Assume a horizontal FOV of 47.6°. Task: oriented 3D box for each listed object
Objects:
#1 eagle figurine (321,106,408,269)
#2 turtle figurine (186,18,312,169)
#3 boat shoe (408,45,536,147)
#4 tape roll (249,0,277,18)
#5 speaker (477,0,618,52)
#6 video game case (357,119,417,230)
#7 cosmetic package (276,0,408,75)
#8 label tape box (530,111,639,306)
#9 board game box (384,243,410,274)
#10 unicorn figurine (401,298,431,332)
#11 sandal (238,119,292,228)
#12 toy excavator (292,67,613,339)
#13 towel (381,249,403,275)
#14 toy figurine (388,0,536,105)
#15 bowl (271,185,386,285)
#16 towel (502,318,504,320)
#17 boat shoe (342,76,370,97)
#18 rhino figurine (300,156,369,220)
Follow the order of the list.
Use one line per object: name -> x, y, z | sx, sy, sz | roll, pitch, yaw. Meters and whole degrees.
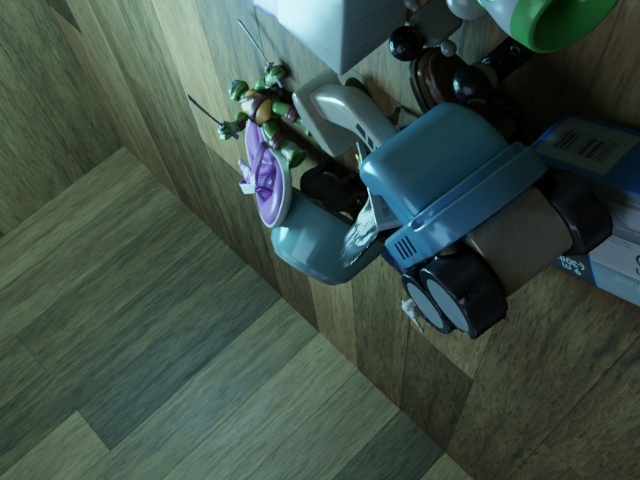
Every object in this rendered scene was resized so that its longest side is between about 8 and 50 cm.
eagle figurine -> 0.131, -0.098, 1.406 | 0.225, 0.227, 0.298 | -86, -11, -55
turtle figurine -> -0.141, -0.298, 1.660 | 0.266, 0.198, 0.274 | 38, 165, 16
boat shoe -> 0.259, -0.176, 1.096 | 0.307, 0.110, 0.104 | 45, 163, -24
tape roll -> -0.092, -0.515, 1.224 | 0.275, 0.090, 0.274 | 43, 162, 18
speaker -> 0.180, -0.335, 0.749 | 0.131, 0.131, 0.296 | 84, 160, -63
video game case -> 0.160, -0.117, 1.202 | 0.022, 0.173, 0.190 | 67, -169, -58
cosmetic package -> 0.035, -0.384, 1.087 | 0.151, 0.151, 0.183 | 44, 162, 16
label tape box -> 0.443, 0.011, 1.014 | 0.249, 0.115, 0.347 | 31, 155, 47
board game box -> 0.228, -0.004, 1.369 | 0.136, 0.201, 0.035 | 56, 162, -25
unicorn figurine -> 0.260, 0.195, 1.990 | 0.111, 0.060, 0.162 | 52, 163, -14
sandal -> -0.161, -0.177, 1.804 | 0.416, 0.102, 0.169 | -110, 32, -49
toy excavator -> 0.133, -0.107, 1.038 | 0.445, 0.222, 0.433 | 55, 173, 3
towel -> 0.207, 0.058, 1.870 | 0.119, 0.029, 0.067 | 44, 163, 18
toy figurine -> 0.173, -0.301, 0.928 | 0.210, 0.148, 0.213 | 37, 161, 33
bowl -> 0.000, 0.000, 1.817 | 0.312, 0.163, 0.311 | 30, -174, -4
towel -> 0.385, 0.152, 1.665 | 0.083, 0.009, 0.060 | 24, 152, 54
boat shoe -> 0.076, -0.260, 1.442 | 0.048, 0.056, 0.153 | 23, 158, 47
rhino figurine -> 0.043, -0.118, 1.749 | 0.243, 0.106, 0.073 | 34, 159, 40
